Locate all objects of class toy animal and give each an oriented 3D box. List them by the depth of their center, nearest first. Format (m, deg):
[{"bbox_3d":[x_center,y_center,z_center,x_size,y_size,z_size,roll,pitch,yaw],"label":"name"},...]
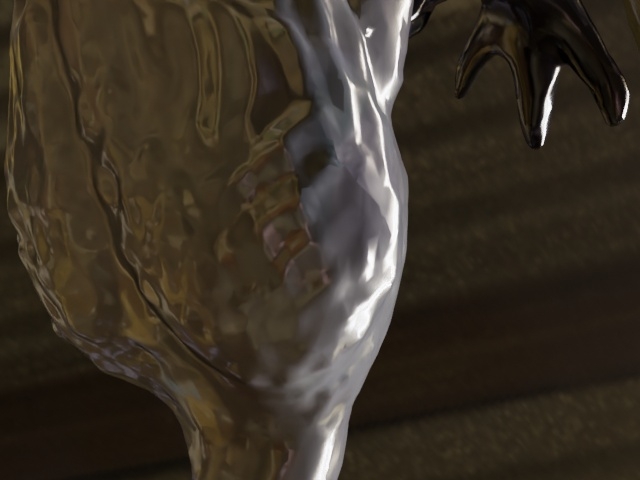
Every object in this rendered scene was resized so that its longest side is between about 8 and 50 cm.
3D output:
[{"bbox_3d":[-0.018,-0.001,0.416,0.090,0.195,0.324,-8,-130,43],"label":"toy animal"}]

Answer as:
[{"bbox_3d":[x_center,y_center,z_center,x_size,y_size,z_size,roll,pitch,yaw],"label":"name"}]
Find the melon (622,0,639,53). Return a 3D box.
[{"bbox_3d":[0.273,-0.111,0.794,0.268,0.330,0.268,-35,-167,10],"label":"melon"}]
